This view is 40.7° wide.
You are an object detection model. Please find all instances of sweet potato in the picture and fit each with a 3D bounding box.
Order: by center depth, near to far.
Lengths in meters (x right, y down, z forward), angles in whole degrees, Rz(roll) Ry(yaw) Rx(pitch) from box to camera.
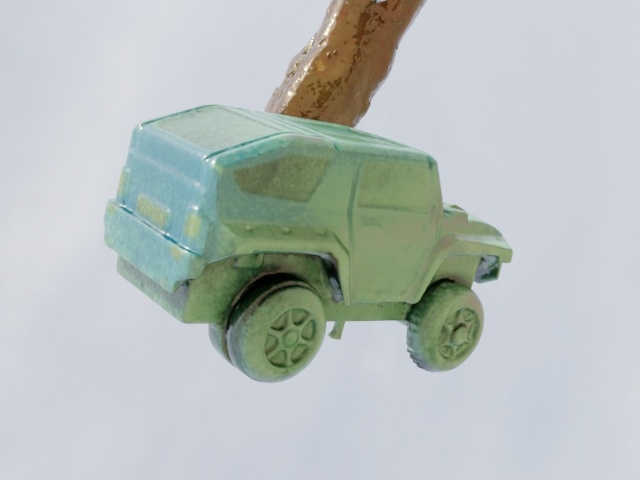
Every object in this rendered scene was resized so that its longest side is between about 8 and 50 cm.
[{"bbox_3d":[0.017,-0.165,0.862,0.095,0.106,0.354,37,-95,-37],"label":"sweet potato"}]

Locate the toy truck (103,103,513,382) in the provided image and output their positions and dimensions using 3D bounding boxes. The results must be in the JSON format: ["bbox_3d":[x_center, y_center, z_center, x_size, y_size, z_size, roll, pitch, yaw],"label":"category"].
[{"bbox_3d":[0.000,0.000,0.604,0.279,0.155,0.156,3,-74,-39],"label":"toy truck"}]

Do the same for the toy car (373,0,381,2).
[{"bbox_3d":[0.091,-0.241,0.496,0.125,0.136,0.305,31,-129,-12],"label":"toy car"}]
